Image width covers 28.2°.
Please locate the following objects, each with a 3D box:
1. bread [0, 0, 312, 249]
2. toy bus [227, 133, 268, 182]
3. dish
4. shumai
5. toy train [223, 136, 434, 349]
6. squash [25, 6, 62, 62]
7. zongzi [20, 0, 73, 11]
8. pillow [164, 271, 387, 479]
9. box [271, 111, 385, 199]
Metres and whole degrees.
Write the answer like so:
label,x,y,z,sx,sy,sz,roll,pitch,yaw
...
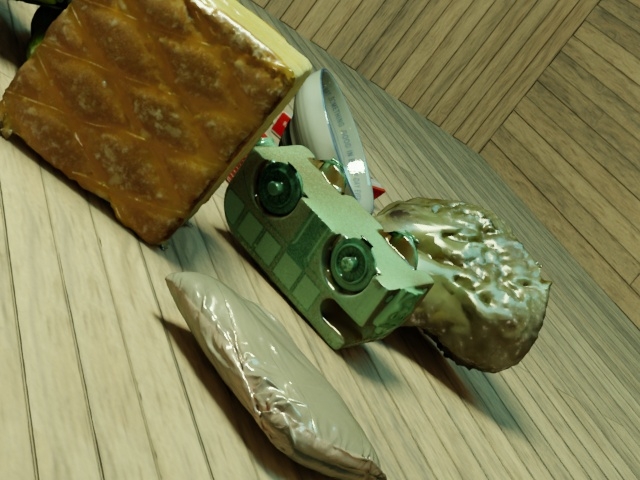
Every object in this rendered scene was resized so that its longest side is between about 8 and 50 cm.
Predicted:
label,x,y,z,sx,sy,sz,roll,pitch,yaw
bread,-0.197,-0.186,1.558,0.279,0.279,0.207,37,13,0
toy bus,-0.108,-0.119,1.994,0.089,0.081,0.195,10,30,-43
dish,-0.009,-0.154,2.255,0.273,0.134,0.273,-18,90,-77
shumai,0.147,0.033,1.841,0.283,0.217,0.346,27,20,-40
toy train,0.000,0.000,1.692,0.326,0.159,0.129,47,28,24
squash,-0.377,-0.276,1.816,0.087,0.087,0.331,33,14,-19
zongzi,-0.338,-0.407,1.791,0.362,0.319,0.383,28,15,-19
pillow,-0.046,0.142,1.318,0.173,0.067,0.270,29,16,-49
box,0.015,-0.159,2.480,0.229,0.050,0.123,43,15,23
